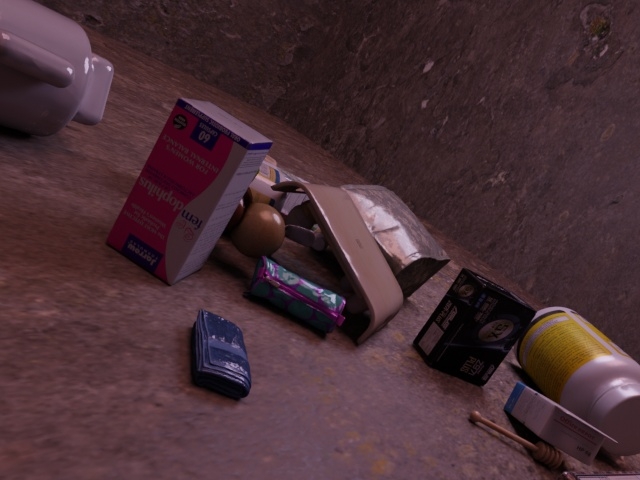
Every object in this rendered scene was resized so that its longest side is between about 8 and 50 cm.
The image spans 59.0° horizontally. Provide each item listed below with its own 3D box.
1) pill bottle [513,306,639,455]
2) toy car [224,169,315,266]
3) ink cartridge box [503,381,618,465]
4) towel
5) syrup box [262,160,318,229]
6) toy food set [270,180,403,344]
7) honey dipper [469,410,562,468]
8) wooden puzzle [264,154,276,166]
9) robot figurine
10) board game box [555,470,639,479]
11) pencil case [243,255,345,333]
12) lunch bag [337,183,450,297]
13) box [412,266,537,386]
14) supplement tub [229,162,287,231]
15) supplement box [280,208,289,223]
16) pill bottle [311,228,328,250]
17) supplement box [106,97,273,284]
[{"bbox_3d":[0.571,0.295,1.218,0.187,0.188,0.334,28,14,-15],"label":"pill bottle"},{"bbox_3d":[-0.107,-0.024,0.909,0.188,0.155,0.149,36,7,-9],"label":"toy car"},{"bbox_3d":[0.399,0.312,0.957,0.104,0.060,0.180,31,-1,-4],"label":"ink cartridge box"},{"bbox_3d":[-0.111,0.125,0.633,0.067,0.029,0.119,27,14,-23],"label":"towel"},{"bbox_3d":[-0.094,-0.119,1.407,0.236,0.096,0.093,21,15,-38],"label":"syrup box"},{"bbox_3d":[0.035,0.029,1.032,0.306,0.092,0.219,62,19,8],"label":"toy food set"},{"bbox_3d":[0.310,0.314,0.905,0.160,0.031,0.030,29,13,-1],"label":"honey dipper"},{"bbox_3d":[-0.260,-0.268,1.712,0.220,0.044,0.238,34,18,5],"label":"wooden puzzle"},{"bbox_3d":[-0.497,-0.281,0.853,0.299,0.200,0.353,12,-1,37],"label":"robot figurine"},{"bbox_3d":[0.312,0.357,0.469,0.232,0.141,0.291,21,21,-41],"label":"board game box"},{"bbox_3d":[-0.037,0.085,0.866,0.151,0.065,0.070,28,-6,-12],"label":"pencil case"},{"bbox_3d":[0.135,0.001,1.269,0.235,0.169,0.287,53,18,21],"label":"lunch bag"},{"bbox_3d":[0.288,0.164,1.062,0.147,0.180,0.077,26,13,-27],"label":"box"},{"bbox_3d":[-0.177,-0.100,1.045,0.199,0.144,0.144,26,14,-26],"label":"supplement tub"},{"bbox_3d":[-0.115,-0.055,1.219,0.083,0.055,0.043,30,13,-12],"label":"supplement box"},{"bbox_3d":[0.000,0.000,1.306,0.043,0.043,0.083,32,14,-1],"label":"pill bottle"},{"bbox_3d":[-0.175,-0.067,0.767,0.111,0.220,0.114,32,14,3],"label":"supplement box"}]
